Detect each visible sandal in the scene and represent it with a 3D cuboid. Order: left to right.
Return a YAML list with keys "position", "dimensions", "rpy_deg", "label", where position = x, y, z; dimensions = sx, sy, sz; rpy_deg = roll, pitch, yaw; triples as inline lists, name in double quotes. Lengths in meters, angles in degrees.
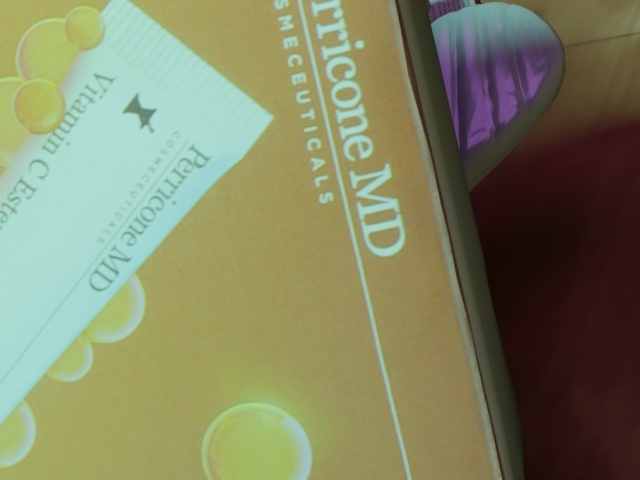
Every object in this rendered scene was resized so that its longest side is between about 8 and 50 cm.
- position: [0.005, 0.007, 0.753]
  dimensions: [0.265, 0.076, 0.102]
  rpy_deg: [-36, 51, 5]
  label: "sandal"

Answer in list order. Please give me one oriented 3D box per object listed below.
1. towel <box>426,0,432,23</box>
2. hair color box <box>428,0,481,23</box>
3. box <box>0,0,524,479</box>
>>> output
- position: [-0.152, -0.134, 0.784]
  dimensions: [0.317, 0.053, 0.332]
  rpy_deg: [0, -6, 28]
  label: "towel"
- position: [0.011, -0.072, 0.899]
  dimensions: [0.167, 0.053, 0.093]
  rpy_deg: [-19, 32, 10]
  label: "hair color box"
- position: [-0.119, 0.020, 0.602]
  dimensions: [0.345, 0.215, 0.168]
  rpy_deg: [-12, 9, 7]
  label: "box"
